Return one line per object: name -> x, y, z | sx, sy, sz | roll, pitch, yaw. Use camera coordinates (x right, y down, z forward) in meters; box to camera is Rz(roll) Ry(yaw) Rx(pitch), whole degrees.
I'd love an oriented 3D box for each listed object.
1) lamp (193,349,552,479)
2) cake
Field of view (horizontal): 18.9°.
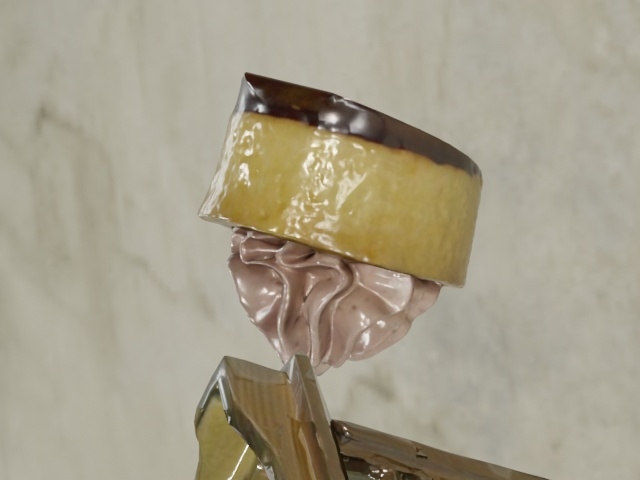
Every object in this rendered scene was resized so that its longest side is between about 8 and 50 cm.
lamp -> 0.118, 0.118, 0.372 | 0.089, 0.325, 0.090 | -109, 41, -59
cake -> 0.000, 0.000, 1.338 | 0.178, 0.207, 0.185 | -66, 21, -5
